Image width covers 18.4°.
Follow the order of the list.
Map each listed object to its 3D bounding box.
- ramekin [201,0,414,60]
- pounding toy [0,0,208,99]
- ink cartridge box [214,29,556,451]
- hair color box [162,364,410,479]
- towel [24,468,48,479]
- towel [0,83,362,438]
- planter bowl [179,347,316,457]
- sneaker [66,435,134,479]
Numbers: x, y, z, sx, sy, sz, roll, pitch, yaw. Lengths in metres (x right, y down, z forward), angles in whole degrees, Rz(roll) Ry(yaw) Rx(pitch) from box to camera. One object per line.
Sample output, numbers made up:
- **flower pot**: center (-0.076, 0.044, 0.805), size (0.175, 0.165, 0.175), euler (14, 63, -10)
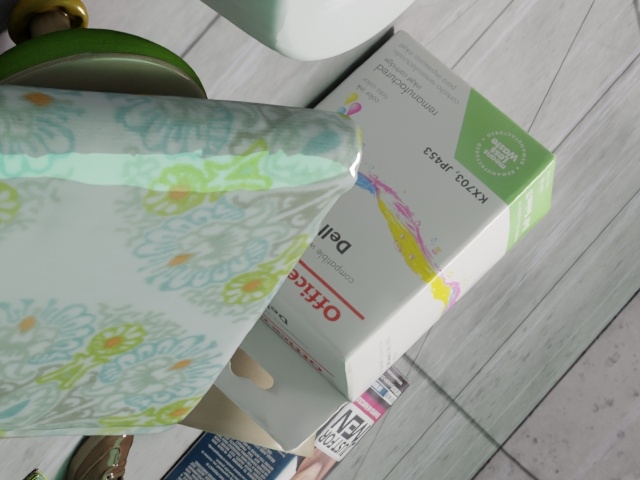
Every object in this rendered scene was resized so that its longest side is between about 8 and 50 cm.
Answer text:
- **ramekin**: center (0.010, -0.262, 1.414), size (0.277, 0.135, 0.277), euler (-42, 160, -20)
- **pounding toy**: center (-0.199, -0.110, 1.342), size (0.237, 0.110, 0.183), euler (3, 143, -30)
- **ink cartridge box**: center (0.026, 0.000, 1.831), size (0.353, 0.207, 0.119), euler (-44, 162, -16)
- **hair color box**: center (-0.059, 0.247, 2.273), size (0.347, 0.105, 0.174), euler (-48, 160, -2)
- **towel**: center (-0.297, 0.261, 1.925), size (0.083, 0.009, 0.060), euler (-45, 160, -12)
- **towel**: center (-0.186, 0.024, 1.376), size (0.320, 0.090, 0.374), euler (-1, 146, -31)
- **planter bowl**: center (-0.073, 0.150, 2.017), size (0.162, 0.162, 0.109), euler (26, 78, -70)
- **sneaker**: center (-0.224, 0.262, 1.992), size (0.066, 0.071, 0.188), euler (-17, 144, -56)
